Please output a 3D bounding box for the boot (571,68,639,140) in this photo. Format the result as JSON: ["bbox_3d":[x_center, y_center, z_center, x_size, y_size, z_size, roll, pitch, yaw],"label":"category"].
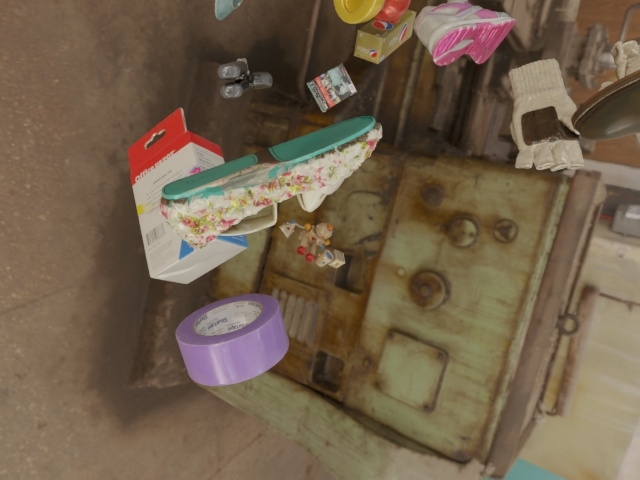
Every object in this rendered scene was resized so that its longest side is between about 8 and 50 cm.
[{"bbox_3d":[0.316,-0.092,0.418,0.082,0.219,0.106,13,72,-40],"label":"boot"}]

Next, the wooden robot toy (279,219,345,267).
[{"bbox_3d":[0.000,0.000,1.099,0.173,0.079,0.076,39,35,-27],"label":"wooden robot toy"}]

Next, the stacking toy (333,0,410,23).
[{"bbox_3d":[0.094,-0.579,0.965,0.130,0.279,0.309,-9,133,-39],"label":"stacking toy"}]

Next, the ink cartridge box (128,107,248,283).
[{"bbox_3d":[-0.208,-0.068,0.798,0.078,0.134,0.231,20,46,-56],"label":"ink cartridge box"}]

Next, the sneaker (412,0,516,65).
[{"bbox_3d":[0.274,-0.409,0.997,0.252,0.111,0.103,-18,155,-41],"label":"sneaker"}]

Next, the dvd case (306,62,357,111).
[{"bbox_3d":[0.032,-0.410,1.407,0.119,0.013,0.087,-35,105,-17],"label":"dvd case"}]

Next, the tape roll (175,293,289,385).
[{"bbox_3d":[-0.155,0.172,0.938,0.189,0.189,0.080,-34,117,-46],"label":"tape roll"}]

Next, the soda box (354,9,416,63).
[{"bbox_3d":[0.144,-0.453,1.147,0.181,0.061,0.058,-49,157,-41],"label":"soda box"}]

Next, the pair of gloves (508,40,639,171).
[{"bbox_3d":[0.392,-0.193,0.739,0.042,0.240,0.204,44,48,-56],"label":"pair of gloves"}]

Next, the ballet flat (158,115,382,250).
[{"bbox_3d":[-0.046,-0.057,0.544,0.241,0.091,0.077,-19,119,-1],"label":"ballet flat"}]

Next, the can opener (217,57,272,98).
[{"bbox_3d":[-0.166,-0.360,1.147,0.280,0.093,0.074,-81,166,-70],"label":"can opener"}]

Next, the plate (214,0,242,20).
[{"bbox_3d":[-0.148,-0.500,0.978,0.188,0.024,0.188,-157,-90,-86],"label":"plate"}]
